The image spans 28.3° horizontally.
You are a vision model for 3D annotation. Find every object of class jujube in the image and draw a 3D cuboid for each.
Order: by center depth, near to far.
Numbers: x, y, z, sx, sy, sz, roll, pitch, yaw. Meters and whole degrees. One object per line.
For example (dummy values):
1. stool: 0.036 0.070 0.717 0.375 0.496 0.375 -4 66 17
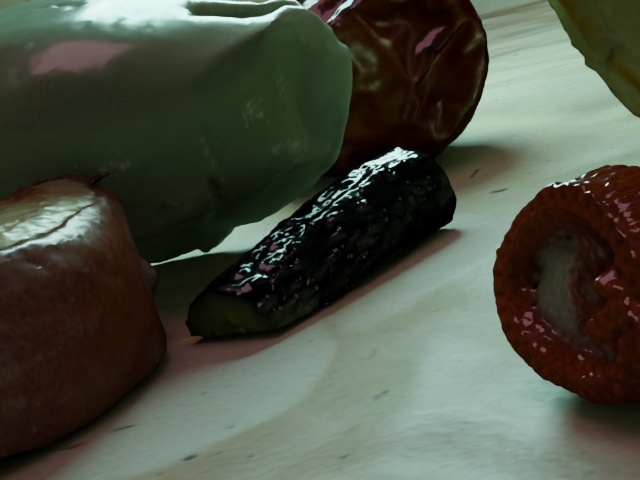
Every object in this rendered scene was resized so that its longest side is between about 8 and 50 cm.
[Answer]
1. jujube: 0.015 -0.152 1.213 0.216 0.216 0.342 -21 7 -21

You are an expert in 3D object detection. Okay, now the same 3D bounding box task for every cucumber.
1. cucumber: 0.000 -0.003 0.833 0.078 0.062 0.211 -5 16 42

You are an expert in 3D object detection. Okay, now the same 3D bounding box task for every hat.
1. hat: 0.165 0.014 0.540 0.162 0.094 0.112 -2 15 -26

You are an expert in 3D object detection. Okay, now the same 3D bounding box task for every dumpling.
1. dumpling: -0.152 -0.094 0.952 0.320 0.212 0.270 12 -6 20

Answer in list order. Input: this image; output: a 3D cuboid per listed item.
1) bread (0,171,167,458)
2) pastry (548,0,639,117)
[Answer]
1. bread: -0.194 0.045 0.739 0.190 0.123 0.244 -4 17 39
2. pastry: 0.331 -0.248 0.835 0.388 0.313 0.388 -15 1 0
